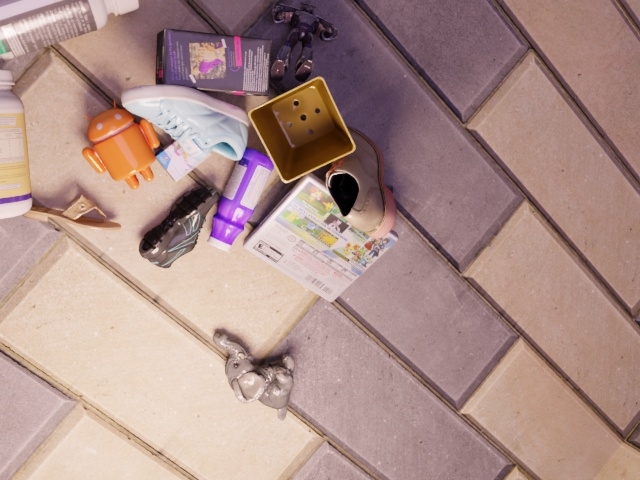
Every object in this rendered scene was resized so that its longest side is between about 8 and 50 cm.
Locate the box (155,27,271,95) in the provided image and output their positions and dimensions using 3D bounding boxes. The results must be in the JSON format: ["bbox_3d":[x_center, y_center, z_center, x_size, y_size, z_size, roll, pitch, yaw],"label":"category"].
[{"bbox_3d":[-0.276,-0.451,1.808,0.270,0.165,0.143,1,100,-19],"label":"box"}]

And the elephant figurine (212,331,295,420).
[{"bbox_3d":[-0.202,0.388,2.023,0.239,0.186,0.169,7,141,-10],"label":"elephant figurine"}]

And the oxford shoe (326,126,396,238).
[{"bbox_3d":[0.083,-0.184,1.880,0.146,0.397,0.140,20,124,-35],"label":"oxford shoe"}]

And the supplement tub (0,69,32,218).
[{"bbox_3d":[-0.802,-0.221,1.624,0.241,0.241,0.331,-4,102,-19],"label":"supplement tub"}]

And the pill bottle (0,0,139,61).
[{"bbox_3d":[-0.624,-0.566,1.640,0.361,0.204,0.204,-23,107,-14],"label":"pill bottle"}]

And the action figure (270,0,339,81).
[{"bbox_3d":[-0.048,-0.540,1.861,0.185,0.099,0.285,12,56,-2],"label":"action figure"}]

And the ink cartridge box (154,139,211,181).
[{"bbox_3d":[-0.366,-0.229,1.880,0.122,0.052,0.088,-41,111,-10],"label":"ink cartridge box"}]

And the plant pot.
[{"bbox_3d":[-0.048,-0.312,1.887,0.212,0.187,0.212,-25,110,8],"label":"plant pot"}]

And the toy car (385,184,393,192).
[{"bbox_3d":[0.145,-0.136,2.064,0.188,0.149,0.155,16,100,-50],"label":"toy car"}]

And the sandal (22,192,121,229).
[{"bbox_3d":[-0.625,-0.083,1.796,0.240,0.088,0.079,8,103,-16],"label":"sandal"}]

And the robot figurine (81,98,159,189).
[{"bbox_3d":[-0.504,-0.238,1.788,0.158,0.128,0.219,-16,111,29],"label":"robot figurine"}]

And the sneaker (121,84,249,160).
[{"bbox_3d":[-0.324,-0.284,1.769,0.366,0.135,0.150,8,74,-41],"label":"sneaker"}]

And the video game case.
[{"bbox_3d":[0.000,0.000,1.991,0.329,0.036,0.300,34,118,-22],"label":"video game case"}]

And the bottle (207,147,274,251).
[{"bbox_3d":[-0.221,-0.110,1.919,0.092,0.118,0.283,24,91,-23],"label":"bottle"}]

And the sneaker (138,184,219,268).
[{"bbox_3d":[-0.369,-0.037,1.908,0.267,0.101,0.106,-45,133,-7],"label":"sneaker"}]
